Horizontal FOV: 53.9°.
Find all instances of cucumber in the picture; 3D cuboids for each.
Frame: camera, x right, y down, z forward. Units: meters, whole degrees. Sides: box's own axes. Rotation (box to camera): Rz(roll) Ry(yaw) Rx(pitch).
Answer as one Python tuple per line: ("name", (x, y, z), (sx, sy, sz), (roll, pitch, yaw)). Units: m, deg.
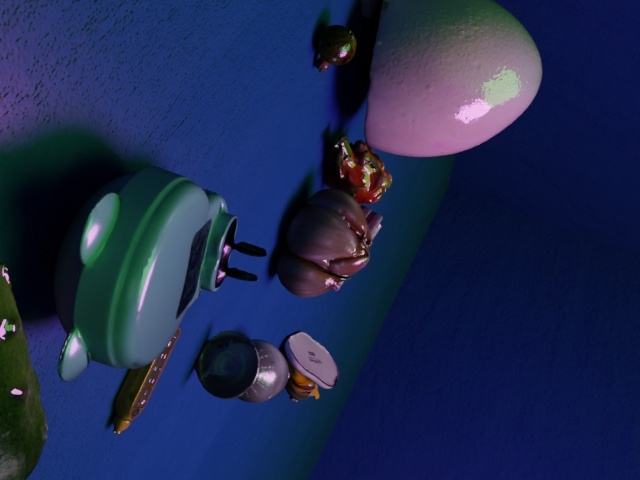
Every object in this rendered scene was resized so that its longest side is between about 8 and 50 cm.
("cucumber", (-0.307, 0.153, 0.521), (0.145, 0.105, 0.325), (-53, 161, -48))

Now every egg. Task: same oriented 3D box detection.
("egg", (0.278, -0.340, 1.302), (0.354, 0.339, 0.355), (9, 90, -83))

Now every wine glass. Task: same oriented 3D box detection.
("wine glass", (-0.137, 0.245, 1.198), (0.127, 0.126, 0.241), (-66, 163, -8))

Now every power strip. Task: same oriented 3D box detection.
("power strip", (-0.252, 0.193, 0.901), (0.178, 0.028, 0.049), (-65, 166, -10))

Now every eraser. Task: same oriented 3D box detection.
("eraser", (0.114, -0.520, 1.213), (0.104, 0.023, 0.150), (68, 45, -70))

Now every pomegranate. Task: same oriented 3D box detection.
("pomegranate", (0.023, -0.327, 1.080), (0.085, 0.073, 0.073), (-54, 166, 6))

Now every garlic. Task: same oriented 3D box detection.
("garlic", (0.000, 0.000, 1.294), (0.214, 0.191, 0.160), (-45, 130, -32))

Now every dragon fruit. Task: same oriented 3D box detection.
("dragon fruit", (0.074, -0.149, 1.373), (0.135, 0.137, 0.236), (-32, 162, 3))

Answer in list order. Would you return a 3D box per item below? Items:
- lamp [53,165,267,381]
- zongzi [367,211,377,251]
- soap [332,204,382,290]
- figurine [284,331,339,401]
("lamp", (-0.179, 0.022, 0.683), (0.284, 0.147, 0.210), (-18, 130, -61))
("zongzi", (0.079, -0.067, 1.646), (0.205, 0.094, 0.204), (-68, 141, -51))
("soap", (0.043, 0.003, 1.456), (0.203, 0.122, 0.065), (-53, 163, -21))
("figurine", (-0.066, 0.349, 1.687), (0.141, 0.167, 0.250), (-35, 142, 13))
